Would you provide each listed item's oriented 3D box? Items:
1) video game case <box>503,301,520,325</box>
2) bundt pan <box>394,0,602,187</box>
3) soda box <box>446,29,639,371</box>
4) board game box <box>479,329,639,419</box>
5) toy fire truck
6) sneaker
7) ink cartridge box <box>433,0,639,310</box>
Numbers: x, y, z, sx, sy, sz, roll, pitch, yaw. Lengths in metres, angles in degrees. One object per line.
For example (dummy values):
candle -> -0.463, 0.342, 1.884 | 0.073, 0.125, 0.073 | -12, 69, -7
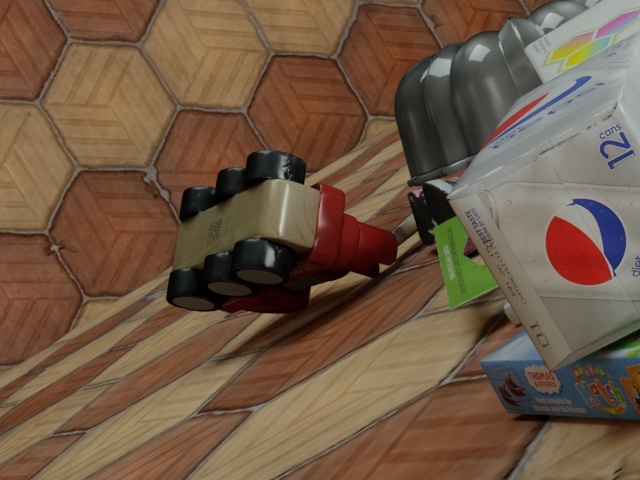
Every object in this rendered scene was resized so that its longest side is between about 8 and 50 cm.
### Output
video game case -> 0.205, -0.005, 1.036 | 0.157, 0.019, 0.143 | -29, 6, 26
bundt pan -> 0.220, -0.175, 1.647 | 0.331, 0.124, 0.331 | -25, 3, 1
soda box -> 0.146, -0.034, 0.811 | 0.091, 0.098, 0.286 | -29, 6, 19
board game box -> 0.187, 0.029, 0.747 | 0.160, 0.039, 0.211 | -33, 5, -19
toy fire truck -> 0.000, 0.000, 1.557 | 0.217, 0.246, 0.158 | -23, 54, 57
sneaker -> 0.132, -0.034, 1.400 | 0.077, 0.072, 0.178 | -21, 11, -7
ink cartridge box -> 0.173, -0.077, 1.079 | 0.255, 0.097, 0.189 | -30, 16, 9
